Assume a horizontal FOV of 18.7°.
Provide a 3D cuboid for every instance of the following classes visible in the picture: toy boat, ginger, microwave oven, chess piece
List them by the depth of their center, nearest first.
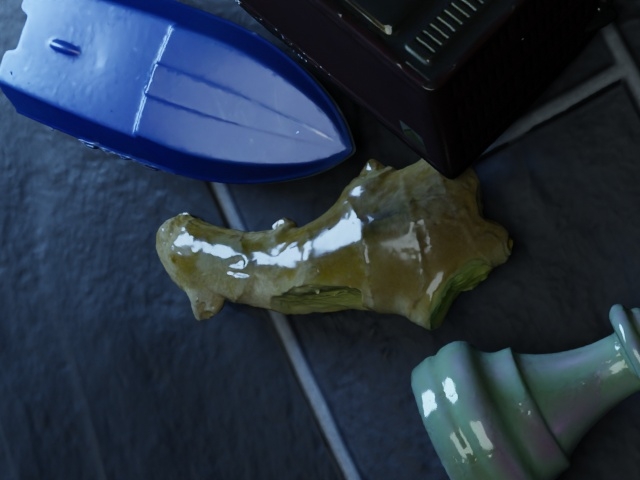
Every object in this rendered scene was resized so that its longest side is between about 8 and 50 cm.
[{"bbox_3d":[0.209,0.089,1.360,0.272,0.139,0.139,-27,79,8],"label":"chess piece"},{"bbox_3d":[0.061,-0.195,1.375,0.247,0.188,0.178,41,83,20],"label":"microwave oven"},{"bbox_3d":[0.000,0.000,1.462,0.295,0.086,0.131,0,90,27],"label":"ginger"},{"bbox_3d":[-0.101,-0.112,1.496,0.295,0.088,0.129,21,93,25],"label":"toy boat"}]
